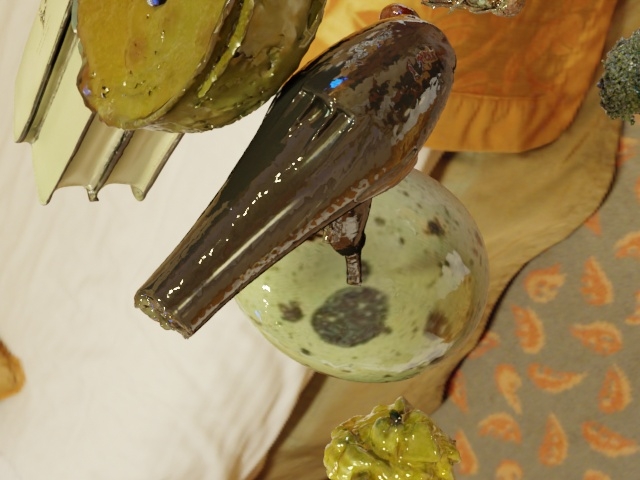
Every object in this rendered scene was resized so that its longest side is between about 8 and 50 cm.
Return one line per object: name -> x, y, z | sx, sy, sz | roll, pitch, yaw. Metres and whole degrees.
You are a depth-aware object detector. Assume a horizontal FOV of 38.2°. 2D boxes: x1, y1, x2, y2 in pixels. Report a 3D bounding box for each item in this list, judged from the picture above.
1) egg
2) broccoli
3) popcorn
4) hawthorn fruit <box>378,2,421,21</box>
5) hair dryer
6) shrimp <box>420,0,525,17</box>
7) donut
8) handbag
egg -> 0.049, 0.035, 1.164 | 0.287, 0.379, 0.288 | -8, 78, 41
broccoli -> 0.471, -0.225, 1.272 | 0.154, 0.160, 0.167 | 4, 57, 34
popcorn -> 0.112, 0.335, 1.410 | 0.189, 0.169, 0.218 | -40, 44, -7
hawthorn fruit -> 0.130, -0.348, 1.495 | 0.077, 0.077, 0.077 | 5, 98, 40
hair dryer -> 0.000, 0.000, 0.787 | 0.120, 0.359, 0.304 | 34, 74, 19
shrimp -> 0.212, -0.375, 1.378 | 0.190, 0.075, 0.073 | 13, 112, 6
donut -> -0.088, -0.203, 0.699 | 0.272, 0.107, 0.272 | -16, 68, 46
handbag -> -0.248, -0.222, 1.075 | 0.358, 0.160, 0.237 | -43, 57, 50
